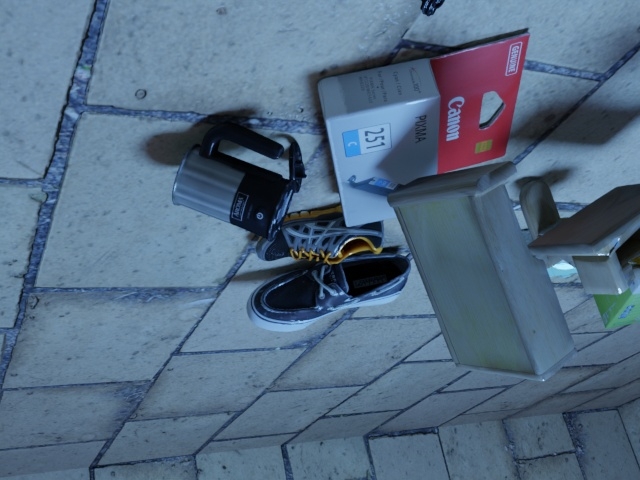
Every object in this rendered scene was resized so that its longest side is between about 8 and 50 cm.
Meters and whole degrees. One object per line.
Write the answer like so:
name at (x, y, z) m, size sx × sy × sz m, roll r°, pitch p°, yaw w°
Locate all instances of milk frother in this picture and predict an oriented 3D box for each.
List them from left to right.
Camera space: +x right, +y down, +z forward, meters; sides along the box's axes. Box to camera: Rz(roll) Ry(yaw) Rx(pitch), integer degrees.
milk frother at (-0.096, -0.082, 0.994) m, size 0.135 × 0.129 × 0.143 m, roll 22°, pitch -173°, yaw 6°

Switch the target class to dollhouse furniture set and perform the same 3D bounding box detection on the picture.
dollhouse furniture set at (0.323, -0.028, 1.040) m, size 0.394 × 0.256 × 0.362 m, roll -29°, pitch -168°, yaw -29°

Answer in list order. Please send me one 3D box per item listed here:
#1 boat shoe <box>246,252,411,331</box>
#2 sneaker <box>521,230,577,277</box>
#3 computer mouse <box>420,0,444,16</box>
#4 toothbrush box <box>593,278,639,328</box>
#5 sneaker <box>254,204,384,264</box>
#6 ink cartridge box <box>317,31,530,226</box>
boat shoe at (0.019, 0.081, 1.363) m, size 0.301 × 0.108 × 0.102 m, roll -8°, pitch 155°, yaw -15°
sneaker at (0.456, 0.041, 1.496) m, size 0.256 × 0.094 × 0.151 m, roll -1°, pitch 148°, yaw -3°
computer mouse at (0.072, -0.275, 0.726) m, size 0.193 × 0.042 × 0.106 m, roll 7°, pitch 149°, yaw -36°
toothbrush box at (0.727, 0.073, 1.663) m, size 0.206 × 0.122 × 0.283 m, roll -12°, pitch 155°, yaw 0°
sneaker at (0.000, 0.000, 1.214) m, size 0.215 × 0.083 × 0.084 m, roll -16°, pitch 156°, yaw 9°
ink cartridge box at (0.143, -0.132, 1.028) m, size 0.261 × 0.066 × 0.296 m, roll -13°, pitch 155°, yaw 2°
